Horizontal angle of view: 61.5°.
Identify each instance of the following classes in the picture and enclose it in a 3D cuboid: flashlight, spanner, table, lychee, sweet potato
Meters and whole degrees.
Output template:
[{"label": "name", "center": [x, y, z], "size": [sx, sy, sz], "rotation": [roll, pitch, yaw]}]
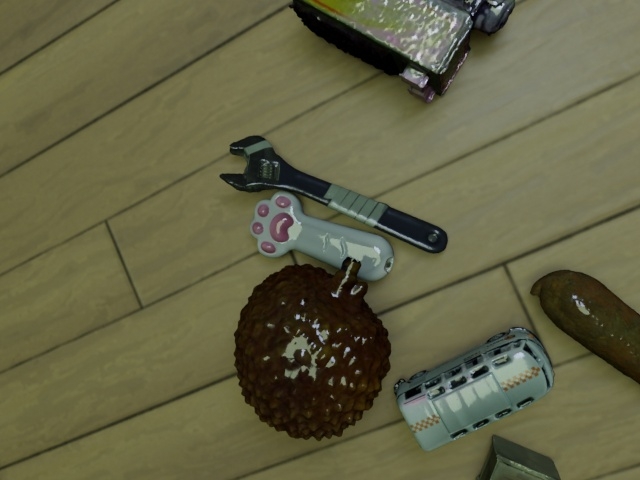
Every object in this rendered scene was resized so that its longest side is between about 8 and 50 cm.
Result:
[{"label": "flashlight", "center": [0.000, 0.000, 0.710], "size": [0.200, 0.047, 0.093], "rotation": [20, 96, 13]}, {"label": "spanner", "center": [0.014, -0.052, 0.699], "size": [0.315, 0.024, 0.087], "rotation": [24, 56, 8]}, {"label": "table", "center": [0.235, 0.300, 0.656], "size": [0.079, 0.062, 0.083], "rotation": [20, 97, 12]}, {"label": "lychee", "center": [-0.010, 0.125, 0.647], "size": [0.200, 0.200, 0.238], "rotation": [30, 112, 11]}, {"label": "sweet potato", "center": [0.364, 0.131, 0.618], "size": [0.273, 0.075, 0.075], "rotation": [42, 101, 4]}]

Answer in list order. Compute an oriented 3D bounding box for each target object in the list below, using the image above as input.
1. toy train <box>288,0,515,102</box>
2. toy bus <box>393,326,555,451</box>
[{"label": "toy train", "center": [0.089, -0.295, 0.631], "size": [0.260, 0.134, 0.178], "rotation": [33, 100, 11]}, {"label": "toy bus", "center": [0.186, 0.180, 0.650], "size": [0.193, 0.089, 0.087], "rotation": [-30, 86, 12]}]
